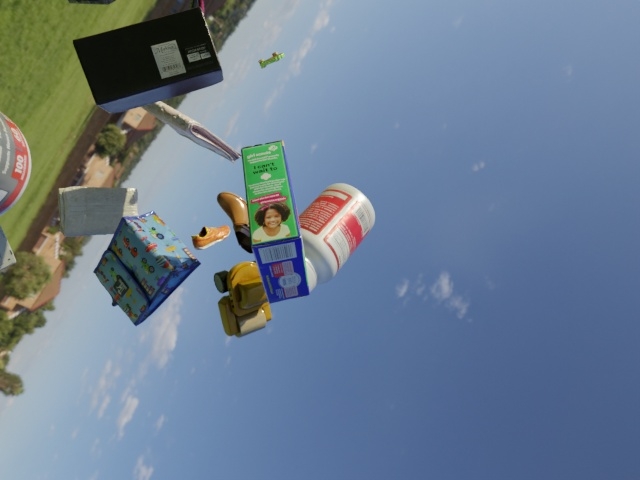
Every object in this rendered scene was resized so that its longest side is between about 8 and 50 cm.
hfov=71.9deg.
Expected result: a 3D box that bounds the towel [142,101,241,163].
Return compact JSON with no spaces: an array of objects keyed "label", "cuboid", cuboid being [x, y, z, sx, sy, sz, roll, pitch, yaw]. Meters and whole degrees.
[{"label":"towel","cuboid":[-0.473,-0.394,1.526,0.331,0.317,0.054,30,-90,22]}]

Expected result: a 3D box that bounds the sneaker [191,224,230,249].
[{"label":"sneaker","cuboid":[-0.381,-0.025,1.558,0.064,0.068,0.175,2,-159,28]}]

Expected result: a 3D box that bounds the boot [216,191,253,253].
[{"label":"boot","cuboid":[-0.250,-0.056,1.351,0.073,0.197,0.152,-41,-162,18]}]

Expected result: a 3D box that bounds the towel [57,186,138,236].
[{"label":"towel","cuboid":[-0.845,-0.111,1.694,0.049,0.282,0.187,-8,-94,53]}]

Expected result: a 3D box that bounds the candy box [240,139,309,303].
[{"label":"candy box","cuboid":[-0.116,-0.045,1.132,0.268,0.122,0.317,86,-8,-55]}]

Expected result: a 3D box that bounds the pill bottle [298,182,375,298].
[{"label":"pill bottle","cuboid":[0.000,0.000,1.522,0.229,0.229,0.408,-22,-159,51]}]

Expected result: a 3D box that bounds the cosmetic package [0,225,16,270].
[{"label":"cosmetic package","cuboid":[-1.036,-0.034,1.262,0.113,0.309,0.160,-44,153,-43]}]

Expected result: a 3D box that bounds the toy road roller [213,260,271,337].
[{"label":"toy road roller","cuboid":[-0.297,0.251,1.852,0.240,0.202,0.330,8,-69,53]}]

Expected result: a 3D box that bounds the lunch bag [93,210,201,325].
[{"label":"lunch bag","cuboid":[-0.543,0.095,1.320,0.293,0.221,0.138,-46,174,22]}]

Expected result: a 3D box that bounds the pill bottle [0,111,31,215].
[{"label":"pill bottle","cuboid":[-0.554,-0.140,0.550,0.210,0.210,0.363,-61,-175,-9]}]

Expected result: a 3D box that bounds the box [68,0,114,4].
[{"label":"box","cuboid":[-0.541,-0.618,0.919,0.183,0.231,0.056,23,-116,34]}]

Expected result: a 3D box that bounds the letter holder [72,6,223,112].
[{"label":"letter holder","cuboid":[-0.414,-0.435,1.121,0.301,0.152,0.214,-19,-173,-8]}]

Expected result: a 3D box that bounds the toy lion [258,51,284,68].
[{"label":"toy lion","cuboid":[-0.188,-0.701,1.715,0.100,0.034,0.096,-27,-152,0]}]

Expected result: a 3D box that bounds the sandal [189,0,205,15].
[{"label":"sandal","cuboid":[-0.315,-0.615,1.148,0.179,0.040,0.067,-66,-150,26]}]
